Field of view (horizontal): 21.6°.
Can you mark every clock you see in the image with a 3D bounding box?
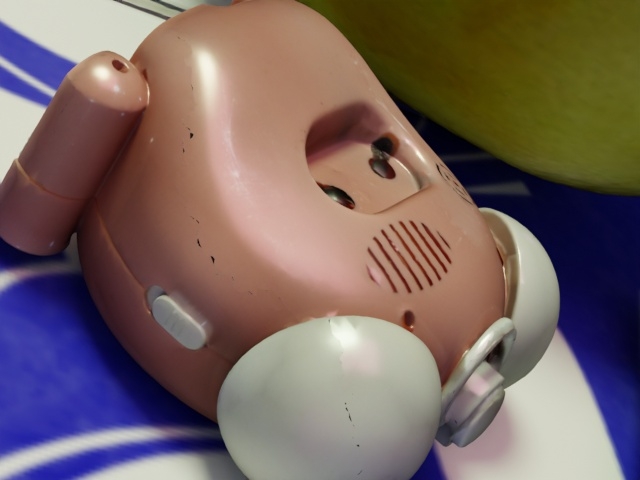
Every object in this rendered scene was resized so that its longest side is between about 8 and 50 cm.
[{"bbox_3d":[0.000,0.000,0.547,0.162,0.093,0.166,45,31,10],"label":"clock"}]

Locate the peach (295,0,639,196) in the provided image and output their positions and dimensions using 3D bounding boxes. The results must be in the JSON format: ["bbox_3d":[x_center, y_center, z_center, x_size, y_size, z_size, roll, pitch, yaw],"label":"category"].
[{"bbox_3d":[0.116,-0.172,0.705,0.281,0.314,0.316,-45,106,-28],"label":"peach"}]
